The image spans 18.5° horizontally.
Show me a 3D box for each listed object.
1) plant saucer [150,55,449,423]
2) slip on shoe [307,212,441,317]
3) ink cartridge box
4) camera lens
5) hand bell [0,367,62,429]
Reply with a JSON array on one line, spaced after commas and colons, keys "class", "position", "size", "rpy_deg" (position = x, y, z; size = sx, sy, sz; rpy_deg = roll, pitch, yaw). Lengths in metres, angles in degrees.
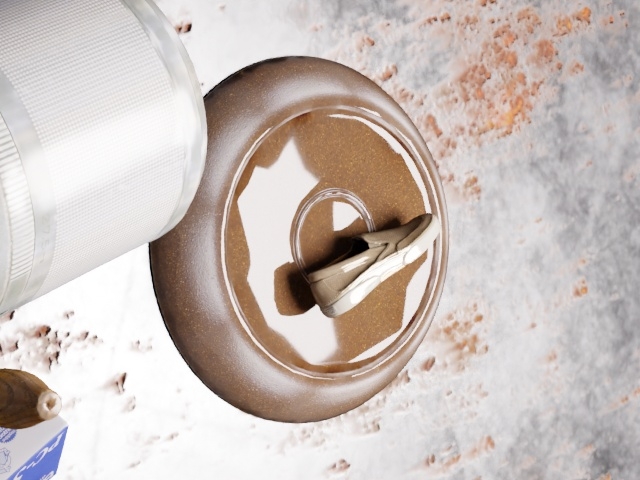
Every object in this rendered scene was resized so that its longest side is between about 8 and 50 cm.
[{"class": "plant saucer", "position": [0.000, 0.000, 1.644], "size": [0.310, 0.050, 0.310], "rpy_deg": [-1, 92, -37]}, {"class": "slip on shoe", "position": [0.044, 0.011, 1.619], "size": [0.135, 0.051, 0.041], "rpy_deg": [-38, 101, -24]}, {"class": "ink cartridge box", "position": [-0.271, 0.201, 1.402], "size": [0.046, 0.097, 0.207], "rpy_deg": [41, 60, 11]}, {"class": "camera lens", "position": [-0.231, -0.063, 1.339], "size": [0.274, 0.219, 0.219], "rpy_deg": [-29, 108, -42]}, {"class": "hand bell", "position": [-0.246, 0.101, 1.332], "size": [0.126, 0.242, 0.126], "rpy_deg": [-1, 91, -37]}]
